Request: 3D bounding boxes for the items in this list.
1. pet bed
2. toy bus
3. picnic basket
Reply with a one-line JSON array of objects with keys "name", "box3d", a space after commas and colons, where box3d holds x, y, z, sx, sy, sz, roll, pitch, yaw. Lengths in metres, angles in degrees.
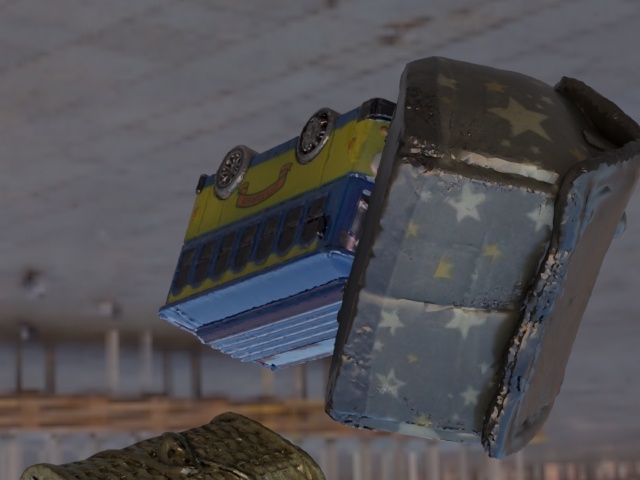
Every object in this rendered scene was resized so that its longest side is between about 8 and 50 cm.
[{"name": "pet bed", "box3d": [0.103, 0.012, 1.102, 0.159, 0.211, 0.183, 13, -156, -2]}, {"name": "toy bus", "box3d": [0.000, 0.000, 1.549, 0.138, 0.175, 0.288, 28, 154, -27]}, {"name": "picnic basket", "box3d": [-0.113, 0.218, 1.319, 0.196, 0.154, 0.134, -11, -151, -44]}]
